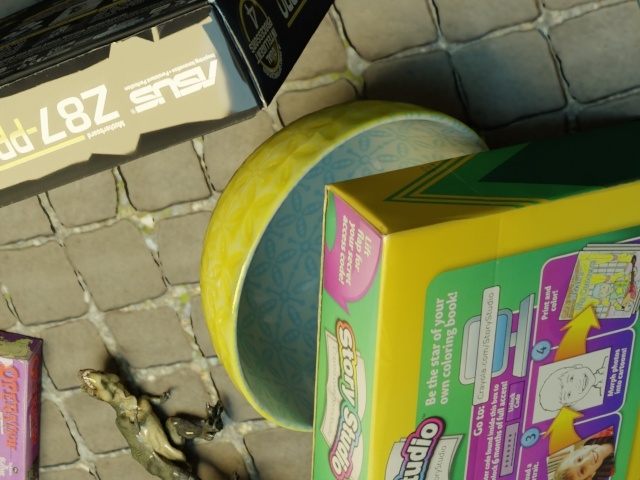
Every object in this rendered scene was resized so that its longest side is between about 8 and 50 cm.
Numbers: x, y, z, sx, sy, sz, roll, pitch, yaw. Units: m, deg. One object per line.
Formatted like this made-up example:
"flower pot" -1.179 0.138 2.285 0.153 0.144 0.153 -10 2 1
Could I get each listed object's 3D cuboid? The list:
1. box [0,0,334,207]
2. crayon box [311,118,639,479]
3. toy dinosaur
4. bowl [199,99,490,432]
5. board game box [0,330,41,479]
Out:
"box" -0.194 -0.132 1.164 0.394 0.318 0.097 -19 112 20
"crayon box" 0.154 0.102 1.248 0.313 0.106 0.363 -12 122 -24
"toy dinosaur" -0.143 0.218 1.497 0.118 0.064 0.268 -8 120 31
"bowl" 0.000 0.000 1.269 0.156 0.289 0.290 34 132 43
"board game box" -0.401 0.235 1.571 0.208 0.056 0.347 14 121 9
